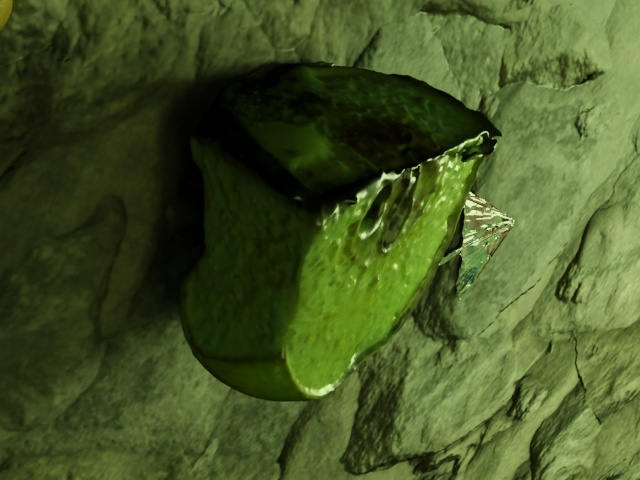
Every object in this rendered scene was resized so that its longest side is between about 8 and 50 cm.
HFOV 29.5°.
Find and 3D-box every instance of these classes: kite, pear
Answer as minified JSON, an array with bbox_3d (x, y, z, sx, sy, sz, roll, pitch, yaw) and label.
[{"bbox_3d":[0.147,0.008,1.249,0.157,0.011,0.139,-27,132,-29],"label":"kite"},{"bbox_3d":[0.000,0.000,0.990,0.238,0.164,0.255,-26,140,-42],"label":"pear"}]

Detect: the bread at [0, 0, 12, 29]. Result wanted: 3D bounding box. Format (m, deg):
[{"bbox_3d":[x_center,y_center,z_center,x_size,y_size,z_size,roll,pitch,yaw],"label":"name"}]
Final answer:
[{"bbox_3d":[-0.238,-0.140,0.726,0.115,0.056,0.082,-22,133,-31],"label":"bread"}]
